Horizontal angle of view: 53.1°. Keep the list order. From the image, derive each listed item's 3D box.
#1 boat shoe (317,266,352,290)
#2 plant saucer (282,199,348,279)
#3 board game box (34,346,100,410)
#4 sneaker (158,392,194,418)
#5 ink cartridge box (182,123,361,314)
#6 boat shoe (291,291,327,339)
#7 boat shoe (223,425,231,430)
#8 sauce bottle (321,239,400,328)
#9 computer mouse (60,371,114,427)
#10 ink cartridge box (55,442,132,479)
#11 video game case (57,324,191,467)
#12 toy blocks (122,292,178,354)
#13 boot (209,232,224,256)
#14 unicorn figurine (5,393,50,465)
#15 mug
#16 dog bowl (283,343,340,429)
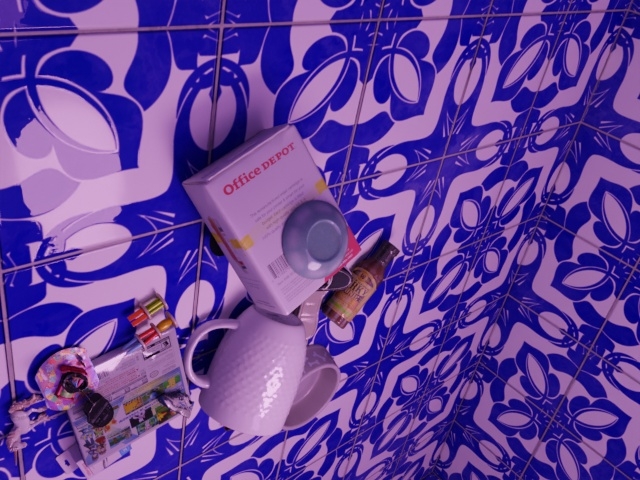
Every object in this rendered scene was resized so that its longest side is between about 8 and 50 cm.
[{"bbox_3d":[-0.021,0.114,1.965,0.303,0.091,0.114,8,109,-29],"label":"boat shoe"},{"bbox_3d":[0.000,0.000,1.547,0.195,0.037,0.194,-3,95,-33],"label":"plant saucer"},{"bbox_3d":[-0.617,0.349,1.579,0.133,0.033,0.168,-29,122,-31],"label":"board game box"},{"bbox_3d":[-0.407,0.455,1.817,0.058,0.052,0.135,-61,144,-17],"label":"sneaker"},{"bbox_3d":[-0.114,-0.056,1.586,0.279,0.160,0.384,-39,113,-25],"label":"ink cartridge box"},{"bbox_3d":[-0.031,0.166,2.104,0.112,0.095,0.335,11,110,-26],"label":"boat shoe"},{"bbox_3d":[-0.273,0.569,2.182,0.073,0.073,0.206,-8,126,-47],"label":"boat shoe"},{"bbox_3d":[0.146,0.148,2.256,0.344,0.111,0.111,-53,145,-2],"label":"sauce bottle"},{"bbox_3d":[-0.586,0.394,1.596,0.071,0.041,0.242,-54,147,-32],"label":"computer mouse"},{"bbox_3d":[-0.637,0.601,1.808,0.180,0.060,0.104,-33,140,-25],"label":"ink cartridge box"},{"bbox_3d":[-0.522,0.420,1.749,0.329,0.036,0.299,-25,124,-33],"label":"video game case"},{"bbox_3d":[-0.459,0.223,1.667,0.148,0.054,0.123,-37,130,-24],"label":"toy blocks"},{"bbox_3d":[-0.231,-0.069,1.691,0.106,0.082,0.219,-21,129,-76],"label":"boot"},{"bbox_3d":[-0.731,0.452,1.585,0.111,0.060,0.161,-25,121,-33],"label":"unicorn figurine"},{"bbox_3d":[-0.226,0.359,1.914,0.374,0.276,0.327,17,98,-26],"label":"mug"},{"bbox_3d":[-0.068,0.554,2.378,0.349,0.102,0.348,-29,139,-28],"label":"dog bowl"}]
